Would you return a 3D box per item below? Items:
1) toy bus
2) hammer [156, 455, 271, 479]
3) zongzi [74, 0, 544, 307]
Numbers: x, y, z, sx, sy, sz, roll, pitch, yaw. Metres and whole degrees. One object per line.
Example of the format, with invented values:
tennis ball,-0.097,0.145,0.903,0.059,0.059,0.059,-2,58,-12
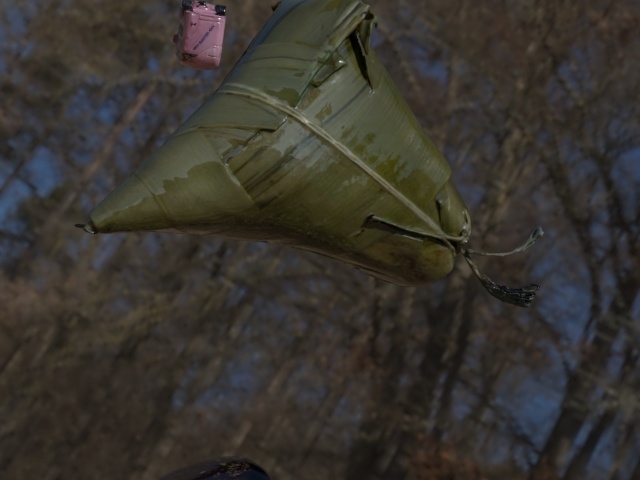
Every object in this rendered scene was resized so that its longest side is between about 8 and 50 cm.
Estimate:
toy bus,-0.167,-0.284,2.010,0.063,0.090,0.203,7,11,-9
hammer,-0.020,0.295,0.967,0.409,0.095,0.243,-171,-112,-74
zongzi,0.000,0.000,1.626,0.447,0.418,0.181,54,-24,-21
